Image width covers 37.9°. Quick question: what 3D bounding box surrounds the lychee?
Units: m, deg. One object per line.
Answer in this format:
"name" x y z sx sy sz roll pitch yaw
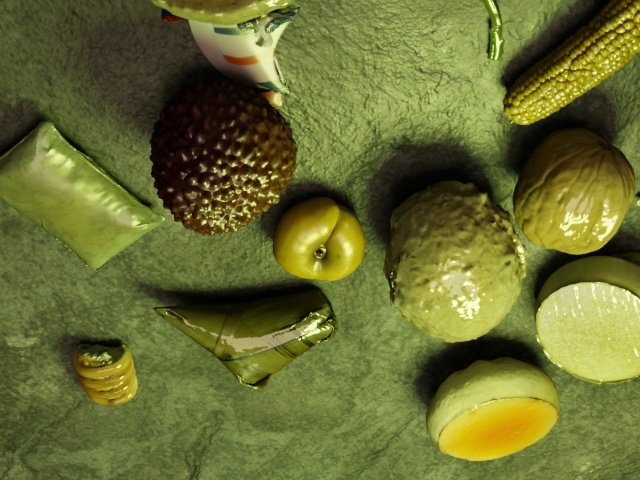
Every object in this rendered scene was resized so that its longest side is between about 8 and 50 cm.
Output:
"lychee" -0.167 -0.124 1.523 0.272 0.271 0.271 -4 130 -4

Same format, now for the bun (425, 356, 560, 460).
"bun" 0.368 0.355 2.058 0.299 0.164 0.298 -7 138 -7

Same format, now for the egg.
"egg" 0.245 0.045 1.726 0.279 0.279 0.310 -10 123 1

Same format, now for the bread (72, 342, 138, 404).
"bread" -0.446 0.279 1.949 0.119 0.084 0.177 -6 134 -1

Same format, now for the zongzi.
"zongzi" -0.139 0.143 1.851 0.260 0.123 0.289 -36 121 16

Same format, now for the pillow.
"pillow" -0.444 -0.076 1.654 0.185 0.075 0.302 -34 127 18

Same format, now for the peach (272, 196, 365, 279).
"peach" 0.000 0.000 1.754 0.179 0.103 0.179 -4 127 -5

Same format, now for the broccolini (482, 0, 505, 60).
"broccolini" 0.217 -0.377 1.502 0.123 0.062 0.271 -20 133 23

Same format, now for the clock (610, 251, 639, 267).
"clock" 0.641 0.126 1.971 0.237 0.057 0.237 -4 131 -4

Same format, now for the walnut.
"walnut" 0.451 -0.085 1.674 0.228 0.228 0.228 -4 130 -4

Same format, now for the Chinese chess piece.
"Chinese chess piece" 0.571 0.161 1.889 0.270 0.112 0.270 14 127 19

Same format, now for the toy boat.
"toy boat" -0.144 -0.339 1.491 0.219 0.072 0.318 -1 140 -10

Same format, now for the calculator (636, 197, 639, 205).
"calculator" 0.701 -0.091 1.810 0.175 0.032 0.100 -12 130 3

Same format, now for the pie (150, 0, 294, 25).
"pie" -0.150 -0.466 1.313 0.339 0.077 0.339 1 107 4

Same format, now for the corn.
"corn" 0.439 -0.301 1.563 0.102 0.102 0.313 33 123 -29
